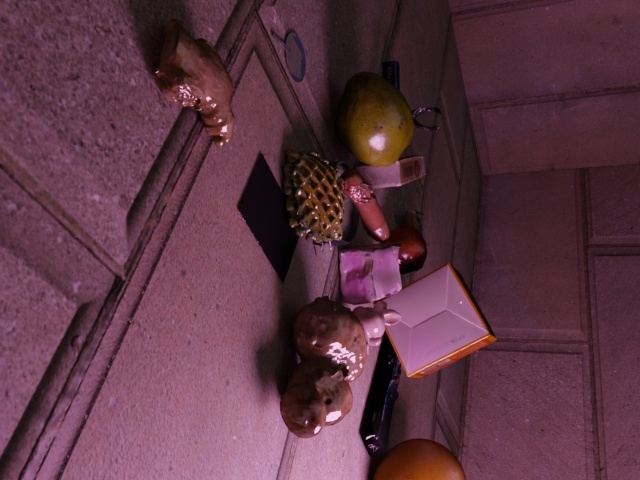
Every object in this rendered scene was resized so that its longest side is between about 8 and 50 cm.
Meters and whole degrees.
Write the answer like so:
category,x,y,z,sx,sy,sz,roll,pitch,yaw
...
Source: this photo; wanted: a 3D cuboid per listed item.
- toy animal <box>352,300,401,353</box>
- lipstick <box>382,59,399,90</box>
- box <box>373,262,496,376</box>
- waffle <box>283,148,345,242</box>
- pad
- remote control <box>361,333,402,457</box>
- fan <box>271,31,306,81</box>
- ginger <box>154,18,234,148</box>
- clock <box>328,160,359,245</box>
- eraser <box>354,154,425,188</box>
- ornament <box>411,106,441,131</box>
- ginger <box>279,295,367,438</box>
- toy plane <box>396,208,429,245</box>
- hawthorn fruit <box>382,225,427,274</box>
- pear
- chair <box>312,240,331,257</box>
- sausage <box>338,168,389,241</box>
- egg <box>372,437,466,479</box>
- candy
category,x,y,z,sx,sy,sz,roll,pitch,yaw
toy animal,0.127,0.216,1.566,0.212,0.124,0.124,-43,130,-32
lipstick,0.247,-0.463,2.030,0.051,0.051,0.312,-5,94,-69
box,0.369,0.262,1.862,0.214,0.283,0.259,35,28,-62
waffle,-0.011,-0.102,1.354,0.208,0.054,0.214,12,75,-54
pad,-0.101,-0.043,1.240,0.243,0.004,0.163,63,34,-44
remote control,0.207,0.482,1.847,0.399,0.062,0.144,-69,147,-44
fan,-0.070,-0.433,1.339,0.175,0.005,0.113,19,71,-65
ginger,-0.191,-0.258,0.961,0.213,0.074,0.137,44,58,-53
clock,0.048,-0.097,1.537,0.226,0.049,0.226,-2,90,-66
eraser,0.229,-0.220,1.848,0.343,0.144,0.078,-25,109,-64
ornament,0.279,-0.385,1.861,0.202,0.236,0.080,-18,110,-65
ginger,0.006,0.293,1.274,0.244,0.155,0.304,62,33,-49
toy plane,0.348,-0.038,2.179,0.244,0.092,0.229,58,39,-48
hawthorn fruit,0.277,0.019,1.956,0.194,0.157,0.157,-93,165,-49
pear,0.144,-0.324,1.581,0.212,0.212,0.269,-67,149,-44
chair,0.001,-0.002,1.432,0.042,0.037,0.086,-50,139,-41
sausage,0.123,-0.091,1.562,0.304,0.078,0.078,53,42,-55
egg,0.296,0.752,1.758,0.351,0.283,0.282,-2,91,-60
candy,0.150,0.090,1.674,0.265,0.116,0.155,-10,98,-67
